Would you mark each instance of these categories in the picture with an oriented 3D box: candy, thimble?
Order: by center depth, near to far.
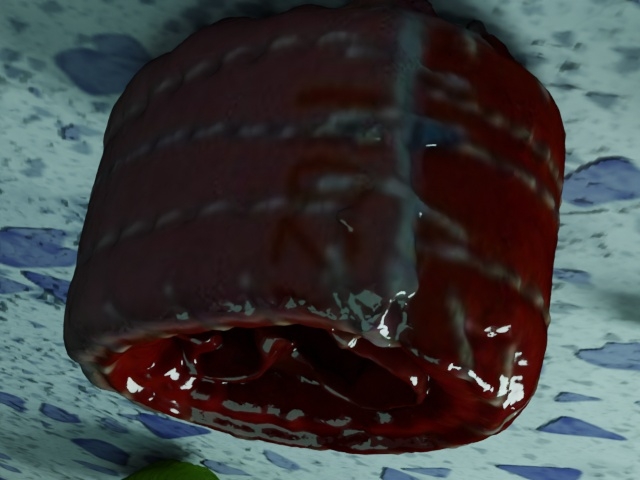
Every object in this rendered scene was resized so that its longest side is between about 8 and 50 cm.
[{"bbox_3d":[-0.001,0.003,0.481,0.163,0.125,0.189,27,152,-33],"label":"thimble"},{"bbox_3d":[-0.133,0.233,1.082,0.096,0.097,0.209,22,151,-18],"label":"candy"}]
